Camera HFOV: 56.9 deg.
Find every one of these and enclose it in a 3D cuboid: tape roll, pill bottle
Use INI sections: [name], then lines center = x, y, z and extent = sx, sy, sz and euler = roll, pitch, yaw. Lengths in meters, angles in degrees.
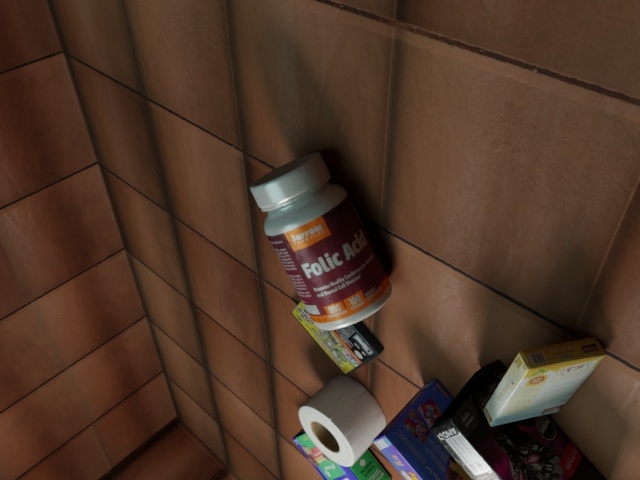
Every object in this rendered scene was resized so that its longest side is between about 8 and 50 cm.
[tape roll]
center = 0.070, 0.591, 1.943
extent = 0.246, 0.169, 0.246
euler = 33, 142, 30
[pill bottle]
center = 0.000, 0.000, 1.444
extent = 0.224, 0.224, 0.392
euler = -7, 115, 53

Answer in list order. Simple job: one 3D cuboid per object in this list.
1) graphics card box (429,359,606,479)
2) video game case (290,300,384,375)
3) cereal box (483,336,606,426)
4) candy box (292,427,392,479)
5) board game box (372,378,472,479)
[graphics card box]
center = 0.444, 0.481, 1.316
extent = 0.371, 0.233, 0.094
euler = 49, 141, 9
[video game case]
center = 0.044, 0.273, 1.811
extent = 0.275, 0.035, 0.248
euler = 48, 146, 7
[cereal box]
center = 0.448, 0.292, 1.203
extent = 0.240, 0.173, 0.047
euler = 99, 158, -47
[candy box]
center = 0.073, 0.802, 2.174
extent = 0.317, 0.122, 0.268
euler = 49, 146, 5
[board game box]
center = 0.336, 0.572, 1.534
extent = 0.347, 0.233, 0.078
euler = 49, 146, 9
